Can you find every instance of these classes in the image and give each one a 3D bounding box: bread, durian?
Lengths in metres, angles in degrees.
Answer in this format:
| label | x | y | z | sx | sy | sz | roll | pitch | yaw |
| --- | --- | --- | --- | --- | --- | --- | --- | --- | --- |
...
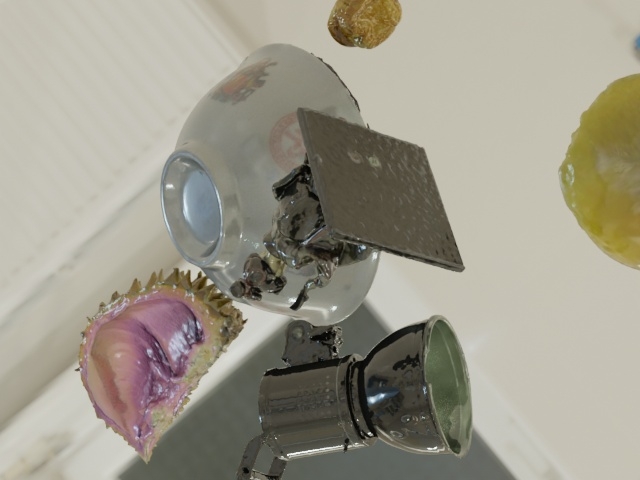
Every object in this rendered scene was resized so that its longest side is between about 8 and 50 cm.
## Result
| label | x | y | z | sx | sy | sz | roll | pitch | yaw |
| --- | --- | --- | --- | --- | --- | --- | --- | --- | --- |
| bread | 0.049 | -0.247 | 1.792 | 0.081 | 0.046 | 0.083 | -5 | 119 | -37 |
| durian | -0.212 | 0.138 | 2.212 | 0.112 | 0.191 | 0.341 | -25 | 157 | -45 |
| bread | 0.339 | -0.064 | 1.673 | 0.197 | 0.197 | 0.170 | -40 | 172 | 1 |

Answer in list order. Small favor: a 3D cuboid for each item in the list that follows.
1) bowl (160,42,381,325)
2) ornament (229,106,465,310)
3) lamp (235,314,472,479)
| label | x | y | z | sx | sy | sz | roll | pitch | yaw |
| --- | --- | --- | --- | --- | --- | --- | --- | --- | --- |
| bowl | -0.087 | -0.051 | 1.937 | 0.157 | 0.345 | 0.345 | -14 | 155 | -33 |
| ornament | 0.000 | 0.000 | 1.554 | 0.153 | 0.166 | 0.196 | 17 | 134 | -35 |
| lamp | 0.027 | 0.159 | 1.700 | 0.227 | 0.172 | 0.147 | -10 | 161 | 20 |
